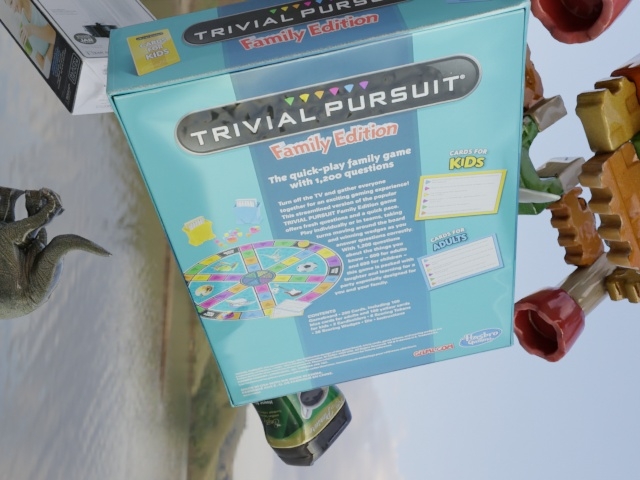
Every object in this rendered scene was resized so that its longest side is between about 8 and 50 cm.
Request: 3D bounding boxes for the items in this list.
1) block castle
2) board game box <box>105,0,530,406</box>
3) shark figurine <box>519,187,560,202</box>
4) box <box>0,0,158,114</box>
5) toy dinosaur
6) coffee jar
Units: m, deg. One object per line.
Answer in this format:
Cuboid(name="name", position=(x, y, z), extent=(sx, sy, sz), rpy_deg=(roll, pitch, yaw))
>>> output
Cuboid(name="block castle", position=(0.268, -0.070, 0.835), extent=(0.303, 0.213, 0.453), rpy_deg=(2, -58, 59))
Cuboid(name="board game box", position=(0.017, -0.022, 0.608), extent=(0.079, 0.253, 0.336), rpy_deg=(-103, -179, -45))
Cuboid(name="shark figurine", position=(0.102, -0.158, 0.683), extent=(0.116, 0.166, 0.278), rpy_deg=(-29, -114, 51))
Cuboid(name="box", position=(-0.334, -0.302, 1.136), extent=(0.290, 0.169, 0.087), rpy_deg=(48, -48, 26))
Cuboid(name="toy dinosaur", position=(-0.340, 0.019, 0.855), extent=(0.121, 0.313, 0.160), rpy_deg=(22, 79, -73))
Cuboid(name="coffee jar", position=(-0.040, 0.148, 0.866), extent=(0.079, 0.096, 0.184), rpy_deg=(-13, -70, 45))
